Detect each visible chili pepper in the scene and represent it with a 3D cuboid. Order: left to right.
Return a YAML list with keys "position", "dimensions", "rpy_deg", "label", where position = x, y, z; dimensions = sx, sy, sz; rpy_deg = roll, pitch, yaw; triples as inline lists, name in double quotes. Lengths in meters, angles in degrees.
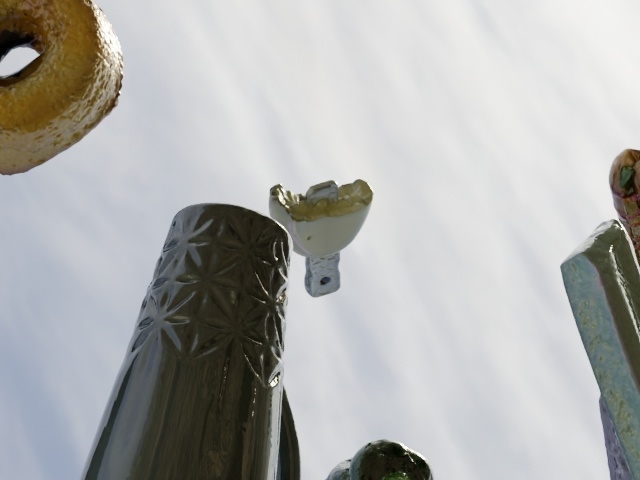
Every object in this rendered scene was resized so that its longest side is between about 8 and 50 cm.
- position: [0.044, 0.279, 1.735]
  dimensions: [0.136, 0.270, 0.099]
  rpy_deg: [-30, -99, -26]
  label: "chili pepper"

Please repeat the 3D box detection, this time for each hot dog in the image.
- position: [0.363, 0.005, 1.715]
  dimensions: [0.076, 0.104, 0.250]
  rpy_deg: [-58, -38, -33]
  label: "hot dog"

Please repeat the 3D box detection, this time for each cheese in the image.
- position: [0.000, -0.001, 1.964]
  dimensions: [0.127, 0.235, 0.049]
  rpy_deg: [-18, -123, -13]
  label: "cheese"

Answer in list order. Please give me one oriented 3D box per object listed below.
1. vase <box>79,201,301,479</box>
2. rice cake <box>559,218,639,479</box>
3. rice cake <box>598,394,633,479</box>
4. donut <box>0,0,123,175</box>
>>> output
- position: [-0.088, 0.128, 1.267]
  dimensions: [0.251, 0.156, 0.300]
  rpy_deg: [41, -131, -44]
  label: "vase"
- position: [0.225, 0.098, 1.165]
  dimensions: [0.080, 0.042, 0.221]
  rpy_deg: [-39, -69, -59]
  label: "rice cake"
- position: [0.279, 0.277, 1.274]
  dimensions: [0.070, 0.064, 0.399]
  rpy_deg: [-15, -78, -16]
  label: "rice cake"
- position: [-0.351, -0.200, 1.871]
  dimensions: [0.118, 0.254, 0.253]
  rpy_deg: [76, 176, -72]
  label: "donut"
